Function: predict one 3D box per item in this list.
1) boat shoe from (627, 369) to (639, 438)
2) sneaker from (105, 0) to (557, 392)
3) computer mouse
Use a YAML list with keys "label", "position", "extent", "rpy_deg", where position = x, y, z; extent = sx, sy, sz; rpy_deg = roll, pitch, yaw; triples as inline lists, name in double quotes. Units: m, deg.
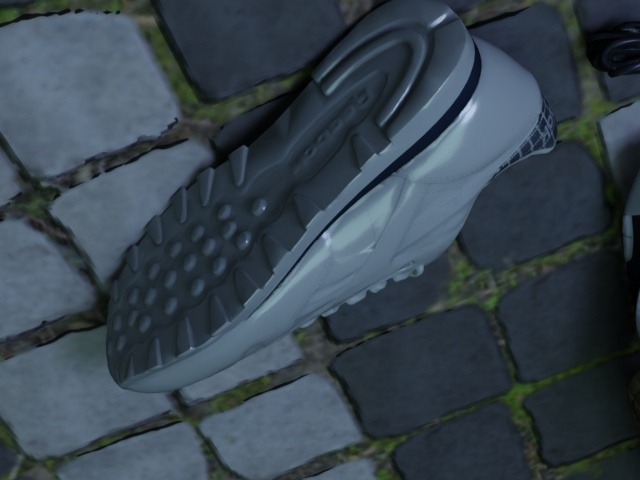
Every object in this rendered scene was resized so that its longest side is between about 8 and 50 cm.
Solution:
- label: "boat shoe"
  position: [0.233, 0.110, 0.753]
  extent: [0.092, 0.103, 0.285]
  rpy_deg: [-37, 148, -5]
- label: "sneaker"
  position: [0.000, 0.000, 0.627]
  extent: [0.235, 0.090, 0.095]
  rpy_deg: [-39, 138, 20]
- label: "computer mouse"
  position: [0.177, -0.026, 0.677]
  extent: [0.106, 0.042, 0.193]
  rpy_deg: [-12, 126, -10]
